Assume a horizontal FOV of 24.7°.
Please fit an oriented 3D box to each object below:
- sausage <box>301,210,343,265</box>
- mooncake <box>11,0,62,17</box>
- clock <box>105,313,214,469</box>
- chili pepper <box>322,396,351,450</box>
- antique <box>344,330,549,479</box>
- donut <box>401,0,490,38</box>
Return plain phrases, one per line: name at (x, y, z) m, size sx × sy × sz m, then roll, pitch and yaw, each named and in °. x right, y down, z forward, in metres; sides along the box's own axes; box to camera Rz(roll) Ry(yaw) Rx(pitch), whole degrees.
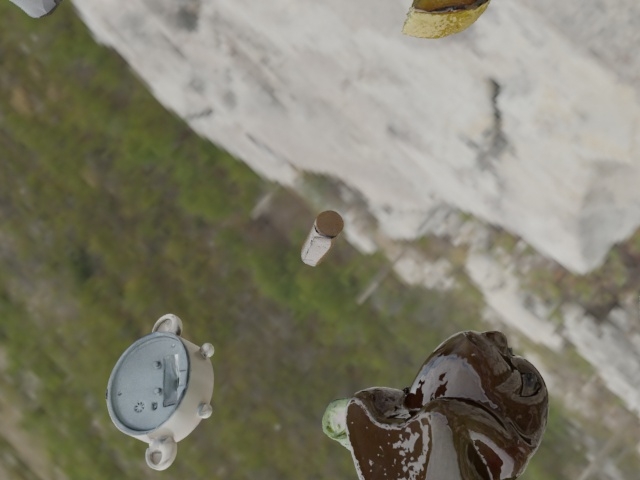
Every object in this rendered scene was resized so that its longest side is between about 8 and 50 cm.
sausage at (0.000, 0.000, 1.250) m, size 0.026 × 0.026 × 0.116 m, roll 41°, pitch 165°, yaw 4°
mooncake at (-0.321, -0.371, 1.264) m, size 0.212 × 0.350 × 0.381 m, roll 15°, pitch 169°, yaw -29°
clock at (-0.222, 0.202, 2.009) m, size 0.156 × 0.229 × 0.063 m, roll -18°, pitch 148°, yaw 32°
chili pepper at (0.078, 0.182, 1.248) m, size 0.202 × 0.050 × 0.052 m, roll 26°, pitch 170°, yaw -38°
antique at (0.107, 0.188, 1.035) m, size 0.121 × 0.143 × 0.256 m, roll 5°, pitch 103°, yaw 58°
donut at (0.119, -0.290, 1.544) m, size 0.181 × 0.146 × 0.078 m, roll 56°, pitch 154°, yaw 29°
